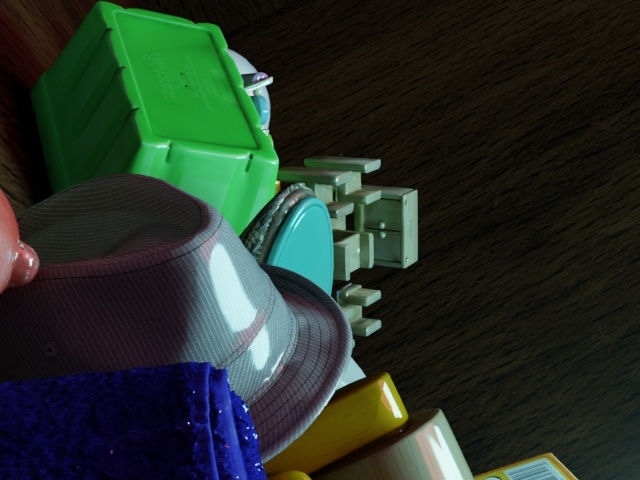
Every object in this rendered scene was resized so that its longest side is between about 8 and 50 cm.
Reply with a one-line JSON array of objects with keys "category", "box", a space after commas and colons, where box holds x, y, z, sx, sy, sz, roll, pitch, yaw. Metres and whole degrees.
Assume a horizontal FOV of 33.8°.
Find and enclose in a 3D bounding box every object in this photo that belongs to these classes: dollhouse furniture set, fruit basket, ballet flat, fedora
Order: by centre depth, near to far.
[{"category": "fedora", "box": [-0.127, 0.039, 0.665, 0.243, 0.275, 0.124, -49, 132, -46]}, {"category": "ballet flat", "box": [-0.072, 0.155, 1.180, 0.182, 0.164, 0.482, 13, -57, 33]}, {"category": "dollhouse furniture set", "box": [0.000, 0.000, 1.312, 0.242, 0.161, 0.212, -25, 117, -59]}, {"category": "fruit basket", "box": [-0.210, -0.056, 1.321, 0.392, 0.283, 0.392, -18, -111, 59]}]

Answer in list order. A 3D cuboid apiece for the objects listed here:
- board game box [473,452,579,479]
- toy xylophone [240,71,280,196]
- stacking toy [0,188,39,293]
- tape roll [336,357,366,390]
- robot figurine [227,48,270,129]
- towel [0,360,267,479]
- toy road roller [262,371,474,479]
[{"category": "board game box", "box": [0.237, 0.550, 1.357, 0.356, 0.356, 0.356, -133, -151, -72]}, {"category": "toy xylophone", "box": [-0.097, -0.069, 1.459, 0.236, 0.081, 0.322, -149, -126, -60]}, {"category": "stacking toy", "box": [-0.280, -0.102, 0.565, 0.279, 0.130, 0.309, -114, 178, -50]}, {"category": "tape roll", "box": [-0.101, 0.114, 0.903, 0.246, 0.169, 0.246, 40, 3, -2]}, {"category": "robot figurine", "box": [-0.214, -0.199, 1.689, 0.353, 0.200, 0.300, -5, -61, 55]}, {"category": "towel", "box": [-0.111, 0.154, 0.403, 0.308, 0.228, 0.076, -115, -151, -58]}, {"category": "toy road roller", "box": [-0.017, 0.222, 0.612, 0.202, 0.329, 0.240, 65, -21, 3]}]
